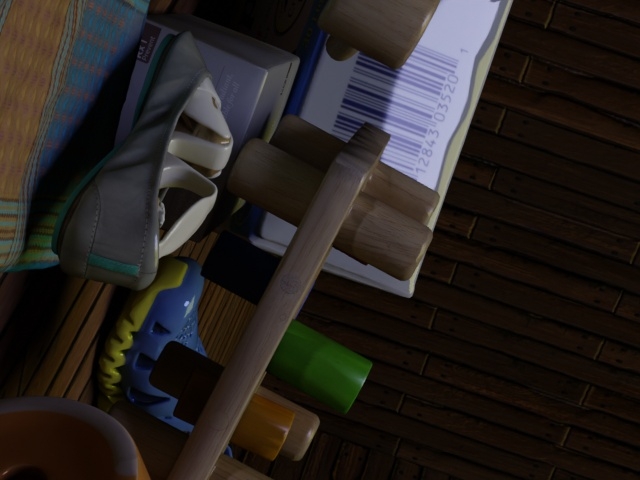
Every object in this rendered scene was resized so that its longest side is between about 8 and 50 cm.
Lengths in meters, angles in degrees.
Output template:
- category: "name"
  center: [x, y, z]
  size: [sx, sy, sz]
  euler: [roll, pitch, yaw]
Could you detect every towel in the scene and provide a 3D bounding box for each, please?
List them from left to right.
- category: "towel"
  center: [-0.127, -0.109, 0.859]
  size: [0.370, 0.040, 0.271]
  euler: [-32, 140, -86]

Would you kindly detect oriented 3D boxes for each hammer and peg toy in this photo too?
- category: "hammer and peg toy"
  center: [0.000, 0.000, 1.140]
  size: [0.361, 0.127, 0.266]
  euler: [-62, 179, 9]

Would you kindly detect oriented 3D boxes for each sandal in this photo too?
- category: "sandal"
  center: [-0.130, 0.135, 1.590]
  size: [0.317, 0.138, 0.126]
  euler: [104, 7, -47]

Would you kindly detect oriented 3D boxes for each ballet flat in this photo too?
- category: "ballet flat"
  center: [-0.085, -0.043, 0.986]
  size: [0.213, 0.068, 0.072]
  euler: [-68, 175, -52]

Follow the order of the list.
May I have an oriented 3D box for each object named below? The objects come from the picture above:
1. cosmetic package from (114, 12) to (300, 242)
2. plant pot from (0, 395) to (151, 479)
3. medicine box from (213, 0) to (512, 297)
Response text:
- category: "cosmetic package"
  center: [-0.088, -0.084, 1.217]
  size: [0.238, 0.107, 0.127]
  euler: [-74, -174, -79]
- category: "plant pot"
  center: [-0.154, 0.196, 0.964]
  size: [0.205, 0.205, 0.188]
  euler: [-69, 161, -52]
- category: "medicine box"
  center: [0.004, -0.113, 1.475]
  size: [0.289, 0.149, 0.263]
  euler: [18, -91, 69]
